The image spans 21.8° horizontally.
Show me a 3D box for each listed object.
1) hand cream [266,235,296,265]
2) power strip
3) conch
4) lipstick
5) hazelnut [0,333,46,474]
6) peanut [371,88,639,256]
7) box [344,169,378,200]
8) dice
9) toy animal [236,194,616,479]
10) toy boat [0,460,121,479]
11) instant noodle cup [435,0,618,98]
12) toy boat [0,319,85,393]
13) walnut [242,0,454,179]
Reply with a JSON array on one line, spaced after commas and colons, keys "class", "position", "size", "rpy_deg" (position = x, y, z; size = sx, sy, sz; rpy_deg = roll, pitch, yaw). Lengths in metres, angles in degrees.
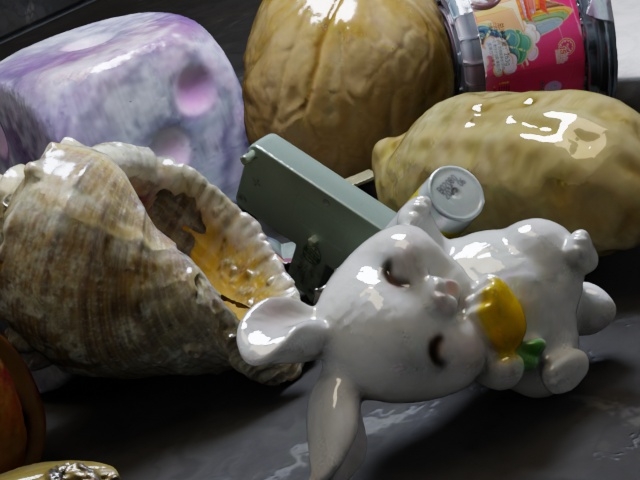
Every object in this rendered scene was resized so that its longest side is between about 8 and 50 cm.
[{"class": "hand cream", "position": [-0.192, -0.011, 1.921], "size": [0.340, 0.078, 0.124], "rpy_deg": [7, 9, -4]}, {"class": "power strip", "position": [0.000, 0.000, 1.765], "size": [0.215, 0.145, 0.061], "rpy_deg": [34, 43, 20]}, {"class": "conch", "position": [-0.183, 0.041, 1.653], "size": [0.210, 0.352, 0.297], "rpy_deg": [-41, 6, 32]}, {"class": "lipstick", "position": [0.078, 0.011, 1.592], "size": [0.059, 0.059, 0.264], "rpy_deg": [-28, -11, -29]}, {"class": "hazelnut", "position": [-0.362, 0.156, 1.538], "size": [0.217, 0.217, 0.251], "rpy_deg": [-16, 11, 1]}, {"class": "peanut", "position": [0.200, -0.063, 1.702], "size": [0.387, 0.192, 0.170], "rpy_deg": [6, 65, 48]}, {"class": "box", "position": [0.040, -0.031, 1.910], "size": [0.083, 0.079, 0.035], "rpy_deg": [-23, 19, -14]}, {"class": "dice", "position": [-0.260, -0.128, 2.132], "size": [0.270, 0.271, 0.270], "rpy_deg": [-27, 22, -27]}, {"class": "toy animal", "position": [0.091, 0.077, 1.405], "size": [0.325, 0.208, 0.154], "rpy_deg": [-31, 11, -18]}, {"class": "toy boat", "position": [-0.302, 0.269, 1.357], "size": [0.321, 0.089, 0.121], "rpy_deg": [-24, 26, -25]}, {"class": "instant noodle cup", "position": [0.240, -0.255, 2.071], "size": [0.181, 0.302, 0.258], "rpy_deg": [-13, 50, -8]}, {"class": "toy boat", "position": [-0.252, 0.077, 1.829], "size": [0.293, 0.111, 0.276], "rpy_deg": [-16, 24, -30]}, {"class": "walnut", "position": [0.029, -0.192, 2.037], "size": [0.252, 0.313, 0.277], "rpy_deg": [0, 45, -7]}]
